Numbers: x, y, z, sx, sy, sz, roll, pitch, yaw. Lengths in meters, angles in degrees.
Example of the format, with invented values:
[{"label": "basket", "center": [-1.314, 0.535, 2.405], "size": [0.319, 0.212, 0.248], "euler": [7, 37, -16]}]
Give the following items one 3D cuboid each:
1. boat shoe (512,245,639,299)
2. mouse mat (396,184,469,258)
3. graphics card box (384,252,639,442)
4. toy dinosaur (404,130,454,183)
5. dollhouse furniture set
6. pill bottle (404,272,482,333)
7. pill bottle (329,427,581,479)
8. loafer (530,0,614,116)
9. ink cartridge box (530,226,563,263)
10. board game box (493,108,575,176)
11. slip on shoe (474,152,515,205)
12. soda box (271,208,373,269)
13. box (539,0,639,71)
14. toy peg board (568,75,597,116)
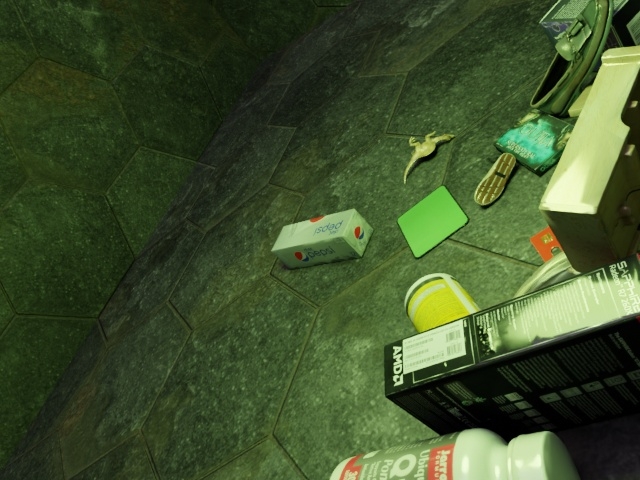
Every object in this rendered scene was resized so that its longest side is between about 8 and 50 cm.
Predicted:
[{"label": "boat shoe", "center": [0.439, 0.069, 0.848], "size": [0.355, 0.132, 0.130], "euler": [-38, 31, 14]}, {"label": "mouse mat", "center": [0.262, -0.048, 1.361], "size": [0.153, 0.007, 0.189], "euler": [-38, 31, 14]}, {"label": "graphics card box", "center": [0.300, 0.176, 0.786], "size": [0.371, 0.233, 0.094], "euler": [-29, 39, 30]}, {"label": "toy dinosaur", "center": [0.271, -0.243, 1.552], "size": [0.183, 0.053, 0.092], "euler": [-41, 30, 8]}, {"label": "dollhouse furniture set", "center": [0.499, -0.076, 0.636], "size": [0.394, 0.362, 0.256], "euler": [10, 65, 46]}, {"label": "pill bottle", "center": [0.237, 0.157, 1.012], "size": [0.119, 0.119, 0.208], "euler": [-41, 28, 9]}, {"label": "pill bottle", "center": [0.177, 0.357, 0.774], "size": [0.319, 0.176, 0.176], "euler": [-27, 34, 31]}, {"label": "loafer", "center": [0.519, -0.375, 1.194], "size": [0.084, 0.267, 0.096], "euler": [5, 47, 1]}, {"label": "ink cartridge box", "center": [0.489, -0.031, 0.991], "size": [0.232, 0.066, 0.189], "euler": [-32, 31, 16]}, {"label": "board game box", "center": [0.482, -0.222, 1.274], "size": [0.126, 0.026, 0.186], "euler": [-42, 29, 8]}, {"label": "slip on shoe", "center": [0.386, -0.132, 1.273], "size": [0.135, 0.051, 0.041], "euler": [-59, -9, -8]}, {"label": "soda box", "center": [0.000, 0.000, 1.555], "size": [0.286, 0.091, 0.098], "euler": [-12, 43, 46]}, {"label": "box", "center": [0.622, -0.465, 1.271], "size": [0.108, 0.153, 0.207], "euler": [-47, 27, -2]}, {"label": "toy peg board", "center": [0.612, -0.279, 1.143], "size": [0.161, 0.079, 0.160], "euler": [-3, 35, 50]}]
